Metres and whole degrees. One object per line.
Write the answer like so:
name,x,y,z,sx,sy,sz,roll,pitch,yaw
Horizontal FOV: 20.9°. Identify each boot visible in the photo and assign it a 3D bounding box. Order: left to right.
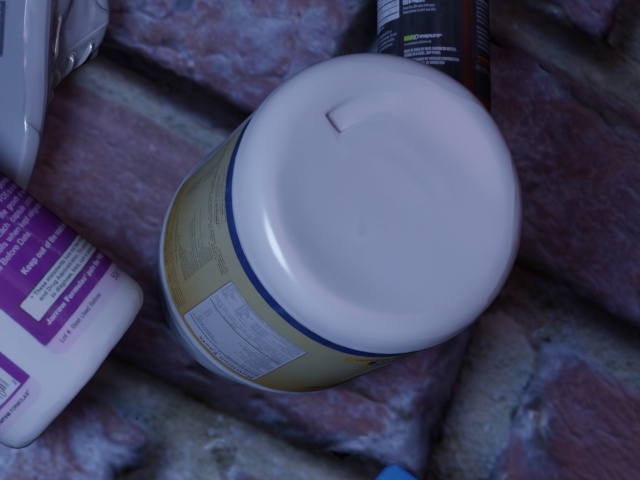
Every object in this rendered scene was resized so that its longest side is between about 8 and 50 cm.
boot,-0.232,-0.149,1.466,0.123,0.095,0.258,-2,103,-55

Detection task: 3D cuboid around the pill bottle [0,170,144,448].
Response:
pill bottle,-0.302,0.011,1.359,0.301,0.169,0.169,40,67,-8

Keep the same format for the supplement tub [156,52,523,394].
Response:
supplement tub,0.000,0.000,1.392,0.228,0.316,0.228,5,76,-19

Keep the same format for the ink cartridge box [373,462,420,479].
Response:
ink cartridge box,0.041,0.412,1.311,0.285,0.166,0.395,35,56,17

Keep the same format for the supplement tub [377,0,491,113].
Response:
supplement tub,0.104,-0.197,1.595,0.106,0.106,0.197,6,75,-19
